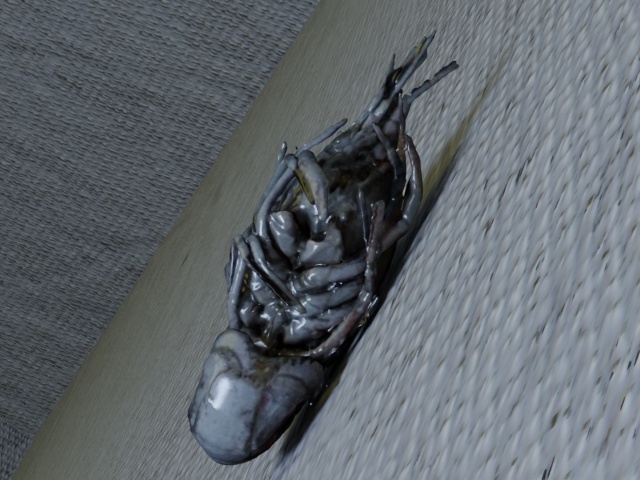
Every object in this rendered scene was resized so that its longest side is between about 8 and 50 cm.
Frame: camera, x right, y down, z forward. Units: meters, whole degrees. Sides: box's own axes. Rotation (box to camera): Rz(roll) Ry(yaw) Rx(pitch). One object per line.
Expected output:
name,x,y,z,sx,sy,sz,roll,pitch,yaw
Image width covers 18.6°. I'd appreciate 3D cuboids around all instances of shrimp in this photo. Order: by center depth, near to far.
shrimp,0.000,0.000,0.668,0.065,0.056,0.165,21,-90,-81
